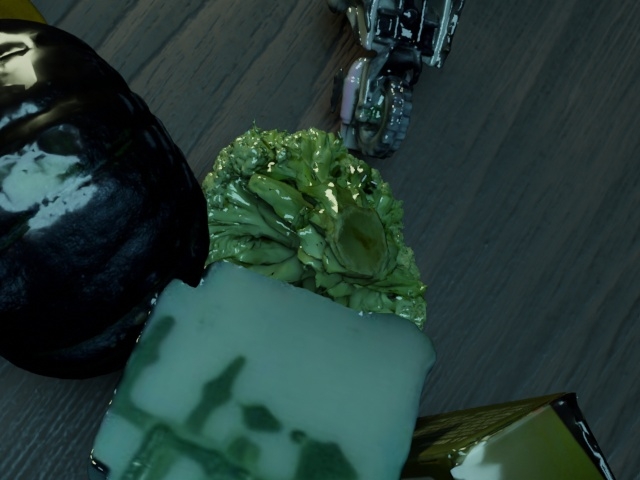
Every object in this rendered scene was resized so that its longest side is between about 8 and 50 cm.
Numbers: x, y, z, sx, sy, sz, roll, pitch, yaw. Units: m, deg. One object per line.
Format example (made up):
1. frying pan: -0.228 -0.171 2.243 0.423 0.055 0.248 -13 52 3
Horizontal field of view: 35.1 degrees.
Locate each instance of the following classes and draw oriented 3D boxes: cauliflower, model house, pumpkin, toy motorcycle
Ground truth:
1. cauliflower: 0.000 0.000 1.093 0.275 0.250 0.272 11 78 -15
2. model house: -0.088 0.230 0.943 0.252 0.329 0.295 23 50 -5
3. pumpkin: -0.270 -0.036 0.982 0.266 0.363 0.363 -42 90 -16
4. toy motorcycle: 0.077 -0.261 1.219 0.143 0.188 0.327 8 92 -22

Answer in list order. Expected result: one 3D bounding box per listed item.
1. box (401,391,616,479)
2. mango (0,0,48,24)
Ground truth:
1. box: 0.173 0.354 0.969 0.138 0.420 0.373 -24 85 -22
2. mango: -0.373 -0.241 1.141 0.163 0.089 0.111 16 87 -19
